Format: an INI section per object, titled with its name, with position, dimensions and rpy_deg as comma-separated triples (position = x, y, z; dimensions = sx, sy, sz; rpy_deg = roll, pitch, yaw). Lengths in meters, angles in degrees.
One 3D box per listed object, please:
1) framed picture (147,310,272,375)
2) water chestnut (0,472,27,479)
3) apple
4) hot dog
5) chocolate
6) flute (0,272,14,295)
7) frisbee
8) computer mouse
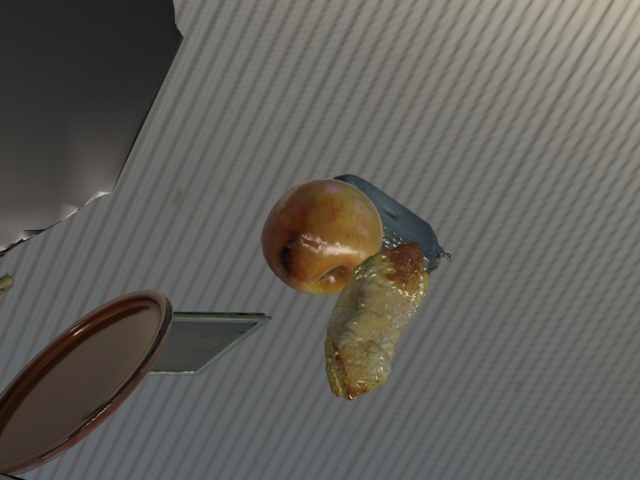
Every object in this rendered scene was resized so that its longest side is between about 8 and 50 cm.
[framed picture]
position = -0.235, 0.158, 1.810
dimensions = 0.231, 0.018, 0.293
rpy_deg = 3, 157, -28
[water chestnut]
position = -0.241, 0.287, 0.676
dimensions = 0.350, 0.302, 0.350
rpy_deg = -11, 157, -5
[apple]
position = 0.000, 0.000, 1.406
dimensions = 0.146, 0.146, 0.146
rpy_deg = -5, 116, -11
[hot dog]
position = 0.043, 0.074, 1.090
dimensions = 0.078, 0.061, 0.169
rpy_deg = 35, 63, -12
[chocolate]
position = -0.324, -0.163, 1.022
dimensions = 0.383, 0.331, 0.384
rpy_deg = -1, 96, -9
[flute]
position = -0.487, 0.111, 1.510
dimensions = 0.233, 0.027, 0.027
rpy_deg = -38, 123, -31
[frisbee]
position = -0.245, 0.139, 1.181
dimensions = 0.251, 0.251, 0.021
rpy_deg = -37, 112, 5
[computer mouse]
position = 0.096, -0.015, 1.803
dimensions = 0.229, 0.113, 0.068
rpy_deg = 35, 122, -14
